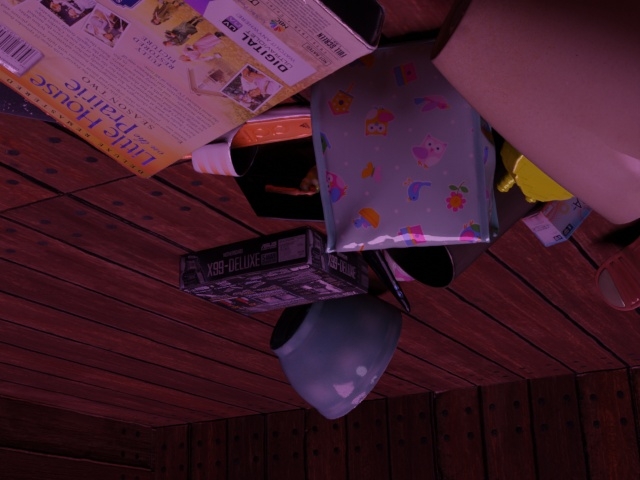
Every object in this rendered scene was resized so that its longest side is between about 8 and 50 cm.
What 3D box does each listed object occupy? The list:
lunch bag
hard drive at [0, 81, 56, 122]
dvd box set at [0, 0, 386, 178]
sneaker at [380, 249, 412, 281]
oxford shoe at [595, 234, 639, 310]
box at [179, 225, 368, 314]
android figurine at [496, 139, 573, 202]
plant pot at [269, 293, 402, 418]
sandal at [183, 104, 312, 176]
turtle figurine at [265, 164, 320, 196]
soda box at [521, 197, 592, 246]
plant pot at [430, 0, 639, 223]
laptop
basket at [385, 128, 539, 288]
[{"bbox_3d":[0.108,-0.124,1.289,0.223,0.262,0.160,-5,-176,16],"label":"lunch bag"},{"bbox_3d":[-0.280,-0.200,1.310,0.255,0.054,0.172,6,159,-20],"label":"hard drive"},{"bbox_3d":[-0.182,-0.227,1.049,0.308,0.062,0.420,36,144,-26],"label":"dvd box set"},{"bbox_3d":[0.155,0.027,1.914,0.111,0.103,0.252,-11,158,19],"label":"sneaker"},{"bbox_3d":[0.684,-0.004,1.896,0.146,0.140,0.397,-26,172,-36],"label":"oxford shoe"},{"bbox_3d":[-0.091,0.070,2.050,0.307,0.076,0.242,-13,158,29],"label":"box"},{"bbox_3d":[0.348,-0.152,1.347,0.248,0.056,0.273,13,129,-38],"label":"android figurine"},{"bbox_3d":[0.013,0.216,2.235,0.196,0.293,0.293,35,148,-15],"label":"plant pot"},{"bbox_3d":[-0.114,-0.137,1.467,0.265,0.076,0.102,-8,159,17],"label":"sandal"},{"bbox_3d":[0.064,-0.114,1.534,0.270,0.087,0.217,-19,163,20],"label":"turtle figurine"},{"bbox_3d":[0.390,-0.075,1.539,0.063,0.183,0.058,47,159,-5],"label":"soda box"},{"bbox_3d":[0.272,-0.194,1.125,0.274,0.256,0.256,27,155,-6],"label":"plant pot"},{"bbox_3d":[0.000,0.000,1.605,0.137,0.264,0.234,-30,-156,-2],"label":"laptop"},{"bbox_3d":[0.215,-0.057,1.485,0.227,0.154,0.204,-37,-173,-18],"label":"basket"}]
